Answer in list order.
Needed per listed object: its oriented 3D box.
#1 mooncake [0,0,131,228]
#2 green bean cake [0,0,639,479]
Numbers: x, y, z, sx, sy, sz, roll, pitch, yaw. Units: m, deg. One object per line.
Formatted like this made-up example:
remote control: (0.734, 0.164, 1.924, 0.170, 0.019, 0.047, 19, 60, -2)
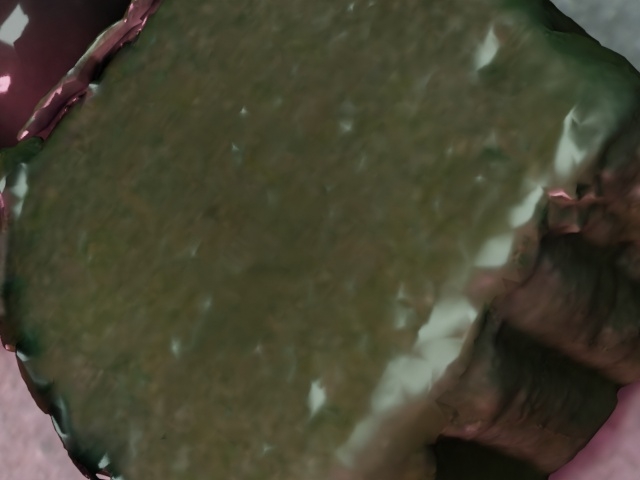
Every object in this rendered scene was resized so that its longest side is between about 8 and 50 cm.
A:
mooncake: (-0.169, -0.079, 0.708, 0.245, 0.133, 0.245, -12, 60, 22)
green bean cake: (0.000, 0.000, 0.559, 0.227, 0.125, 0.222, -49, 54, 8)
